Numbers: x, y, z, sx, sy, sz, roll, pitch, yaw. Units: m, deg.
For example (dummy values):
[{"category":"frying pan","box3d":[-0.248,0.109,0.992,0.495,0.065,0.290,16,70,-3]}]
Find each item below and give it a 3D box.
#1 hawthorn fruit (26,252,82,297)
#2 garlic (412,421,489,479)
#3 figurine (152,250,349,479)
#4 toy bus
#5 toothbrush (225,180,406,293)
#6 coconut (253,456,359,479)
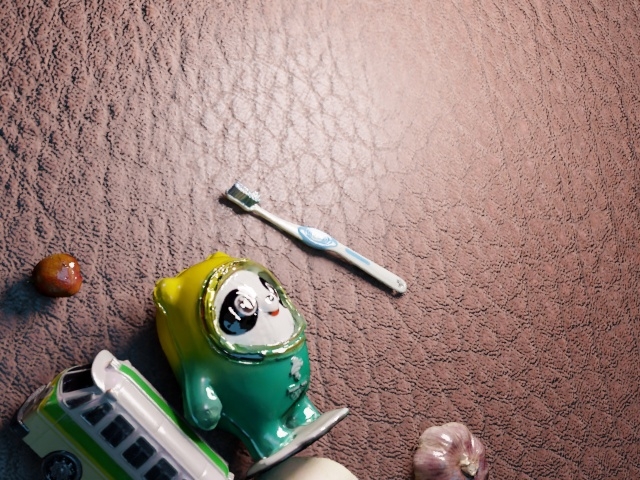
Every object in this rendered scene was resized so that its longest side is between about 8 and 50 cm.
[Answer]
[{"category":"hawthorn fruit","box3d":[-0.405,0.056,1.572,0.077,0.077,0.077,5,77,-25]},{"category":"garlic","box3d":[0.232,0.399,1.798,0.147,0.102,0.159,12,74,-23]},{"category":"figurine","box3d":[-0.126,0.183,1.610,0.323,0.231,0.340,-24,82,-55]},{"category":"toy bus","box3d":[-0.284,0.308,1.497,0.179,0.143,0.305,-41,100,11]},{"category":"toothbrush","box3d":[-0.003,0.002,1.806,0.386,0.040,0.040,31,68,-22]},{"category":"coconut","box3d":[-0.029,0.453,1.575,0.224,0.224,0.234,54,25,-7]}]
